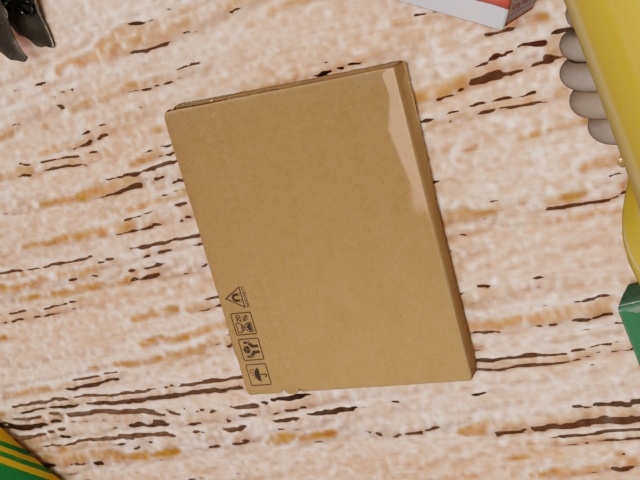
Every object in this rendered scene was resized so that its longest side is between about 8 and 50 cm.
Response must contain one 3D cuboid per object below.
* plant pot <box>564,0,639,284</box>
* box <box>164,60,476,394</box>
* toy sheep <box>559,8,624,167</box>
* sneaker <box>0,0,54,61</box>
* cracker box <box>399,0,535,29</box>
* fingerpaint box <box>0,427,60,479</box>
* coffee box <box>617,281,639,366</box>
[{"bbox_3d":[0.201,-0.084,0.423,0.254,0.254,0.239,-24,116,31],"label":"plant pot"},{"bbox_3d":[0.000,0.000,0.742,0.164,0.021,0.201,-7,107,28],"label":"box"},{"bbox_3d":[0.159,-0.095,0.589,0.091,0.091,0.132,-11,105,29],"label":"toy sheep"},{"bbox_3d":[-0.215,-0.201,0.741,0.089,0.051,0.170,23,130,23],"label":"sneaker"},{"bbox_3d":[0.055,-0.240,0.592,0.156,0.067,0.232,20,117,17],"label":"cracker box"},{"bbox_3d":[-0.343,0.354,0.965,0.371,0.163,0.444,39,121,5],"label":"fingerpaint box"},{"bbox_3d":[0.249,0.097,0.652,0.113,0.040,0.184,-19,102,30],"label":"coffee box"}]
